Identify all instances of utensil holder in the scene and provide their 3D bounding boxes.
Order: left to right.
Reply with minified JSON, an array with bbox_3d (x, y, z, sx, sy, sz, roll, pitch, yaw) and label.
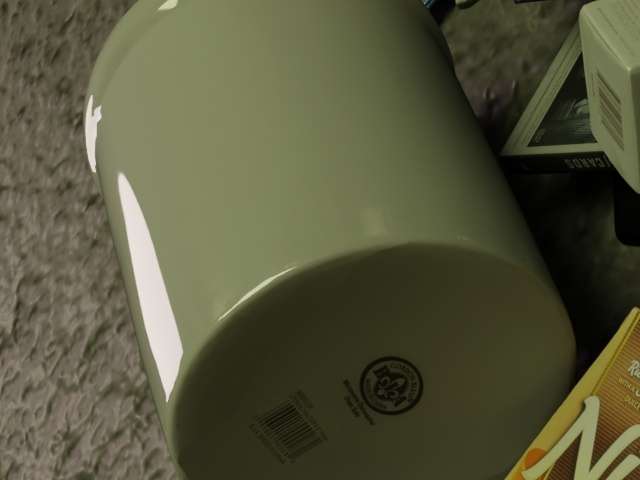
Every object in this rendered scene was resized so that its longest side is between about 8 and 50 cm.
[{"bbox_3d":[0.000,0.000,1.422,0.327,0.327,0.385,-49,35,21],"label":"utensil holder"}]

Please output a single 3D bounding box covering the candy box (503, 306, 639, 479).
[{"bbox_3d":[0.259,0.208,1.194,0.183,0.087,0.316,-55,36,14],"label":"candy box"}]

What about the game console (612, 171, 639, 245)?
[{"bbox_3d":[0.285,-0.054,1.382,0.107,0.071,0.122,-45,28,-26],"label":"game console"}]

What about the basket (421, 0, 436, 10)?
[{"bbox_3d":[0.020,-0.264,1.658,0.255,0.201,0.289,-50,19,18],"label":"basket"}]

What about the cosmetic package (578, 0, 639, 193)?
[{"bbox_3d":[0.299,-0.131,1.223,0.231,0.117,0.085,-20,45,-6],"label":"cosmetic package"}]

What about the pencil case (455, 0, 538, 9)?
[{"bbox_3d":[0.161,-0.393,1.445,0.160,0.183,0.410,-110,8,-85],"label":"pencil case"}]

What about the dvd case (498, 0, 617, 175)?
[{"bbox_3d":[0.264,-0.128,1.394,0.238,0.029,0.179,0,51,52],"label":"dvd case"}]
